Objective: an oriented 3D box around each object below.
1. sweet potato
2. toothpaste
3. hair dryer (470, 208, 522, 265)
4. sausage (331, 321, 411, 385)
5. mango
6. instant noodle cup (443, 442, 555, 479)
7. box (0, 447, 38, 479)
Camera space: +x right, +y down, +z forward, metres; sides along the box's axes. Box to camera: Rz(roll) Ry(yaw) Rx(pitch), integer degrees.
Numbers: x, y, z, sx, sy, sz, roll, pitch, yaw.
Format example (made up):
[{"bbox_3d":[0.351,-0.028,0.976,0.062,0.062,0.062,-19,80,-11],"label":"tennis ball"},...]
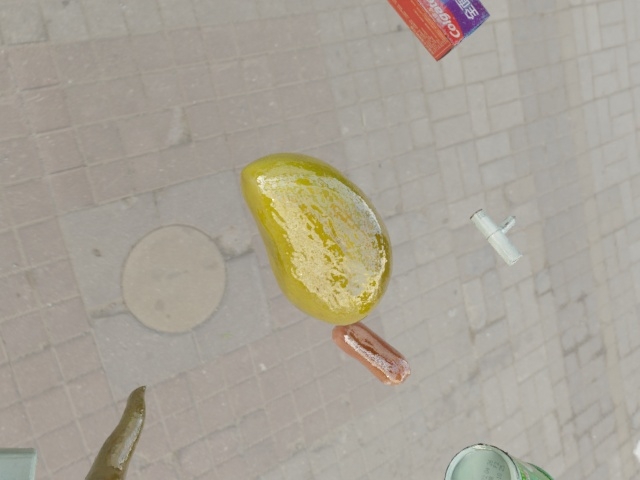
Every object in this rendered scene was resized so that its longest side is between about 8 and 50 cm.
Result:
[{"bbox_3d":[-0.265,0.293,0.808,0.069,0.249,0.059,-11,132,5],"label":"sweet potato"},{"bbox_3d":[0.091,-0.392,0.846,0.076,0.066,0.320,-41,96,-13],"label":"toothpaste"},{"bbox_3d":[0.479,-0.022,1.615,0.183,0.044,0.155,-15,63,-45],"label":"hair dryer"},{"bbox_3d":[0.110,0.240,1.381,0.194,0.077,0.077,38,66,16],"label":"sausage"},{"bbox_3d":[0.009,0.000,0.998,0.195,0.142,0.332,-16,127,5],"label":"mango"},{"bbox_3d":[0.343,0.493,1.223,0.232,0.207,0.207,45,69,-43],"label":"instant noodle cup"},{"bbox_3d":[-0.554,0.447,1.064,0.129,0.148,0.210,7,72,-28],"label":"box"}]
